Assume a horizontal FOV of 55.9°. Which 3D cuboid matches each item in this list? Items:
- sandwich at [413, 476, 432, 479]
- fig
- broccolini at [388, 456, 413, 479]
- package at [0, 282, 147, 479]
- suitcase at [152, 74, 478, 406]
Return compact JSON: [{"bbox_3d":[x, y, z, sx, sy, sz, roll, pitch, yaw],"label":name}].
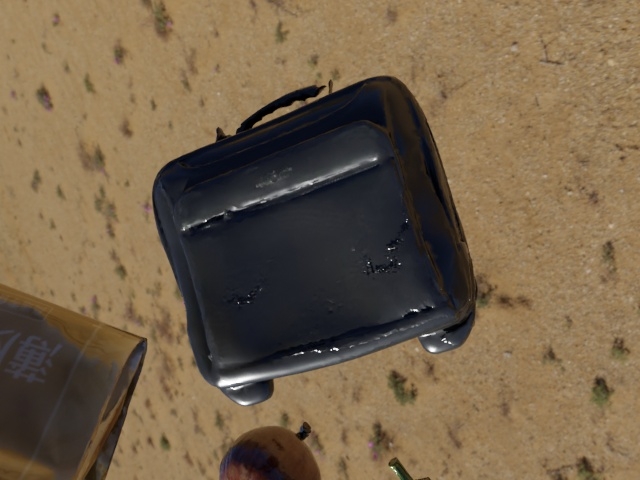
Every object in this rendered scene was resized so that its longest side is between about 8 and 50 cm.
[{"bbox_3d":[0.186,0.710,1.487,0.271,0.301,0.099,-130,38,-70],"label":"sandwich"},{"bbox_3d":[-0.104,0.516,1.318,0.235,0.214,0.235,3,99,17],"label":"fig"},{"bbox_3d":[0.142,0.343,0.791,0.035,0.030,0.140,-40,82,19],"label":"broccolini"},{"bbox_3d":[-0.318,0.132,0.430,0.311,0.165,0.221,21,99,1],"label":"package"},{"bbox_3d":[-0.007,-0.005,0.729,0.345,0.188,0.339,-19,82,16],"label":"suitcase"}]
